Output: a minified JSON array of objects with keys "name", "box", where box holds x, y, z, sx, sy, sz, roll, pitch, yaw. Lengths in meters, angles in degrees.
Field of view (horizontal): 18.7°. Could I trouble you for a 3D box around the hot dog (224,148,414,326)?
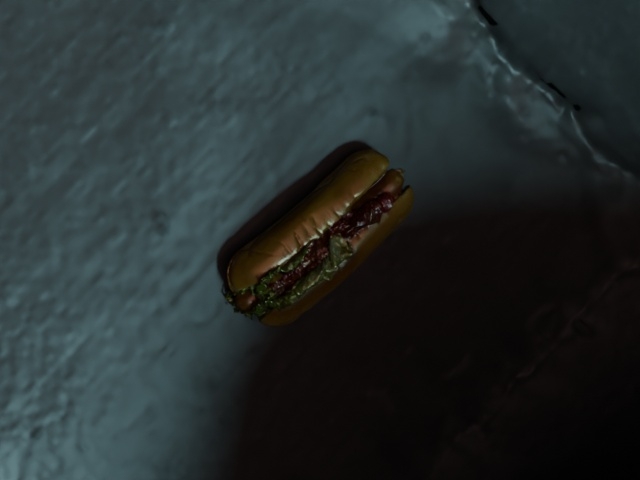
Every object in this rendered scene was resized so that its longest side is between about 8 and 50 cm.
[{"name":"hot dog","box":[0.000,0.000,0.726,0.083,0.021,0.037,-44,105,-9]}]
